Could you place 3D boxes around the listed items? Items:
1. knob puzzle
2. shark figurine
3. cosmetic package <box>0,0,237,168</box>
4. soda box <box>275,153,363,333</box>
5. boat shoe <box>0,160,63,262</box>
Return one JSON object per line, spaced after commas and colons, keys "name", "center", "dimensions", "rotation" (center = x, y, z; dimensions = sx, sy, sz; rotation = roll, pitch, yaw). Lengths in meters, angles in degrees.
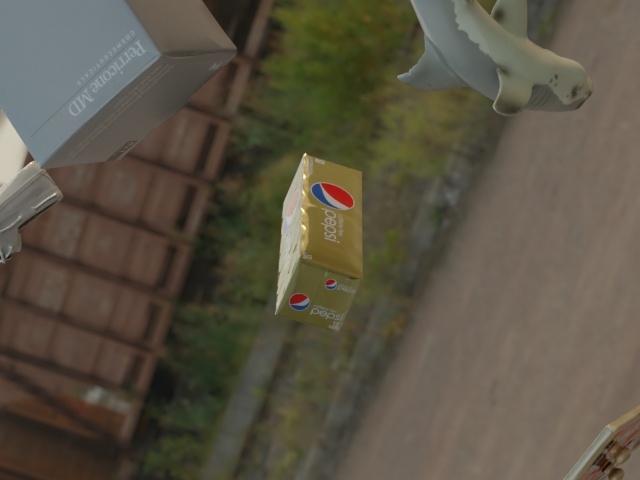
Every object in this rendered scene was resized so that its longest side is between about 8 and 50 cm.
{"name": "knob puzzle", "center": [0.303, 0.241, 1.847], "dimensions": [0.213, 0.030, 0.213], "rotation": [-41, -20, -19]}
{"name": "shark figurine", "center": [0.095, -0.181, 1.426], "dimensions": [0.116, 0.278, 0.166], "rotation": [-30, 14, 41]}
{"name": "cosmetic package", "center": [-0.178, -0.176, 1.144], "dimensions": [0.127, 0.238, 0.107], "rotation": [-41, -15, 26]}
{"name": "soda box", "center": [0.000, 0.000, 1.512], "dimensions": [0.181, 0.058, 0.061], "rotation": [-90, 20, -58]}
{"name": "boat shoe", "center": [-0.349, -0.010, 1.901], "dimensions": [0.066, 0.063, 0.184], "rotation": [-38, 9, 48]}
